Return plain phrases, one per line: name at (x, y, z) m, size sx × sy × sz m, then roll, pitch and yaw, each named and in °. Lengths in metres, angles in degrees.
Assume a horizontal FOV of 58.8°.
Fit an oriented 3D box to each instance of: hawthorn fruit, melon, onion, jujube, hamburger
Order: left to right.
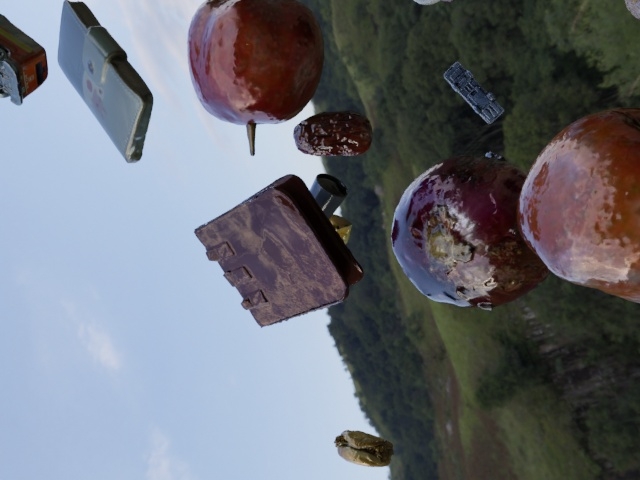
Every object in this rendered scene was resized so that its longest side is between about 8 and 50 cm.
hawthorn fruit at (-0.137, -0.342, 1.190) m, size 0.287 × 0.287 × 0.330 m, roll -49°, pitch -35°, yaw -75°
melon at (0.000, 0.000, 1.539) m, size 0.079 × 0.160 × 0.128 m, roll 40°, pitch 145°, yaw 42°
jujube at (0.020, -0.173, 0.930) m, size 0.077 × 0.129 × 0.077 m, roll 174°, pitch 90°, yaw -87°
hamburger at (0.116, 0.555, 1.514) m, size 0.138 × 0.147 × 0.083 m, roll 40°, pitch -120°, yaw -57°
onion at (0.352, -0.028, 1.227) m, size 0.385 × 0.348 × 0.347 m, roll -22°, pitch -92°, yaw -45°
hawthorn fruit at (0.369, -0.056, 0.709) m, size 0.231 × 0.235 × 0.262 m, roll 10°, pitch -97°, yaw -62°

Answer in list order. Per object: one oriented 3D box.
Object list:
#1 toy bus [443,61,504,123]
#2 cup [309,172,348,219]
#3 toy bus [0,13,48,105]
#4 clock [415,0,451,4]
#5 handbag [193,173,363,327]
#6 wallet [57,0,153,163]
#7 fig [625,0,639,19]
toy bus at (0.429, -0.412, 1.589) m, size 0.190 × 0.064 × 0.075 m, roll 47°, pitch -164°, yaw 4°
cup at (0.015, -0.094, 1.236) m, size 0.078 × 0.077 × 0.100 m, roll 44°, pitch -145°, yaw 17°
toy bus at (-0.685, -0.405, 1.152) m, size 0.265 × 0.121 × 0.119 m, roll 36°, pitch -124°, yaw 1°
clock at (0.159, -0.504, 1.036) m, size 0.103 × 0.231 × 0.144 m, roll 123°, pitch 145°, yaw -57°
handbag at (-0.086, 0.030, 1.096) m, size 0.260 × 0.276 × 0.084 m, roll 54°, pitch -140°, yaw -11°
wallet at (-0.526, -0.386, 1.371) m, size 0.083 × 0.252 × 0.360 m, roll -28°, pitch -107°, yaw -37°
fig at (0.894, -0.632, 1.297) m, size 0.369 × 0.286 × 0.286 m, roll 40°, pitch 169°, yaw 49°
